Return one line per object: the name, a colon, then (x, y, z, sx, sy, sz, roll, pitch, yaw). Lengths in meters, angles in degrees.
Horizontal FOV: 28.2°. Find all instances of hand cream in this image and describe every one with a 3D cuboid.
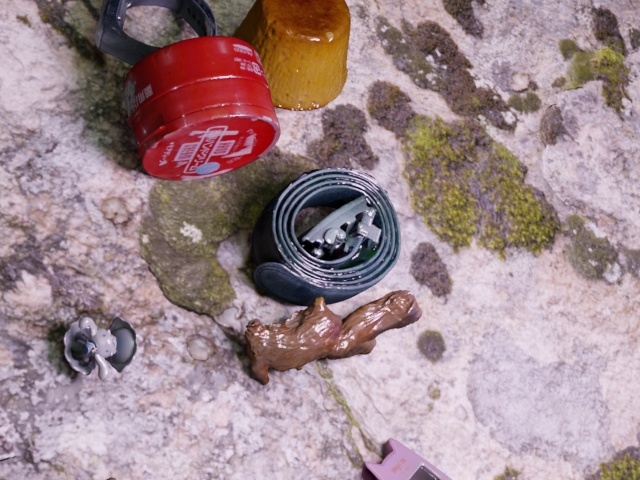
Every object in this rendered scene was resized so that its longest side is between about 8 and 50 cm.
hand cream: (-0.182, -0.202, 1.950, 0.230, 0.230, 0.149, -4, 69, -27)

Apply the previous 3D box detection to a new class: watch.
watch: (-0.257, -0.345, 2.040, 0.193, 0.068, 0.206, 11, 42, -8)

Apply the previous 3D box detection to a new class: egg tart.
egg tart: (-0.045, -0.333, 2.109, 0.215, 0.171, 0.215, 8, 52, -11)

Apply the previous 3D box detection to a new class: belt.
belt: (0.000, 0.000, 2.011, 0.267, 0.116, 0.206, -22, 82, -34)

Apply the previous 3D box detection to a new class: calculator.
calculator: (0.193, 0.412, 1.887, 0.294, 0.043, 0.194, 37, 16, 11)

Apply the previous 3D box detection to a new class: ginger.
ginger: (0.019, 0.137, 1.966, 0.290, 0.084, 0.122, -12, 104, -23)

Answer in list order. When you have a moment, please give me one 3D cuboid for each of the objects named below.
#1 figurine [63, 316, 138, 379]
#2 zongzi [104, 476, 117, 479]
figurine: (-0.315, 0.152, 1.806, 0.086, 0.082, 0.094, 11, 66, -46)
zongzi: (-0.301, 0.376, 1.745, 0.076, 0.040, 0.083, -21, 96, -25)
